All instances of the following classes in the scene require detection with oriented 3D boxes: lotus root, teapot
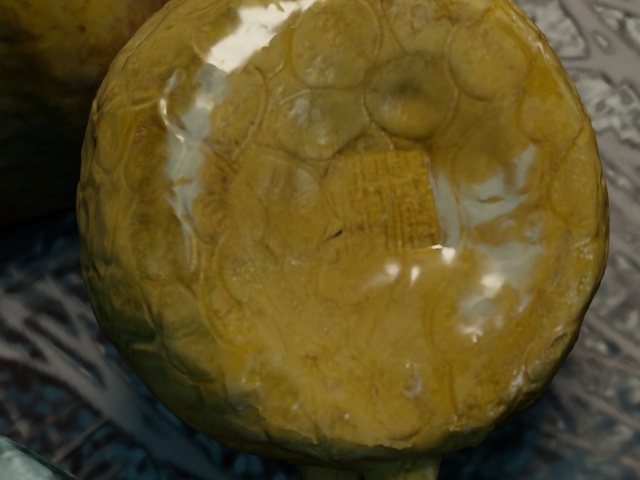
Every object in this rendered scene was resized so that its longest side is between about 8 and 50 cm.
[{"bbox_3d":[-0.156,-0.113,0.621,0.199,0.180,0.188,-10,76,4],"label":"lotus root"},{"bbox_3d":[0.000,0.000,0.583,0.203,0.167,0.311,-10,92,-20],"label":"teapot"}]

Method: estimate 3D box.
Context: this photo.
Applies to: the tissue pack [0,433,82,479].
[{"bbox_3d":[-0.058,0.239,0.538,0.315,0.103,0.228,27,80,15],"label":"tissue pack"}]
